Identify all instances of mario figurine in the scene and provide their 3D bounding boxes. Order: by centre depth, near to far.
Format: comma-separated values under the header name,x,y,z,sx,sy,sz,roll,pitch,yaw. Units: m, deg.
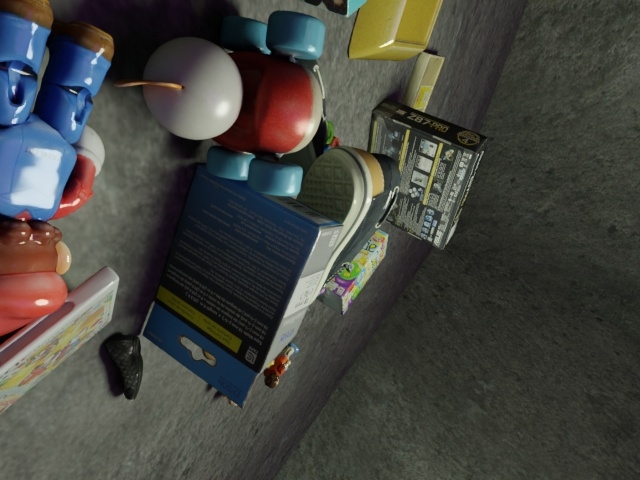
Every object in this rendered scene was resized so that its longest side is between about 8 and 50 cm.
name,x,y,z,sx,sy,sz,roll,pitch,yaw
mario figurine,-0.314,-0.061,0.409,0.198,0.170,0.321,15,94,-32

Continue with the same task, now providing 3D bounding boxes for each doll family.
name,x,y,z,sx,sy,sz,roll,pitch,yaw
doll family,-0.192,0.342,1.169,0.263,0.118,0.163,-36,-170,34

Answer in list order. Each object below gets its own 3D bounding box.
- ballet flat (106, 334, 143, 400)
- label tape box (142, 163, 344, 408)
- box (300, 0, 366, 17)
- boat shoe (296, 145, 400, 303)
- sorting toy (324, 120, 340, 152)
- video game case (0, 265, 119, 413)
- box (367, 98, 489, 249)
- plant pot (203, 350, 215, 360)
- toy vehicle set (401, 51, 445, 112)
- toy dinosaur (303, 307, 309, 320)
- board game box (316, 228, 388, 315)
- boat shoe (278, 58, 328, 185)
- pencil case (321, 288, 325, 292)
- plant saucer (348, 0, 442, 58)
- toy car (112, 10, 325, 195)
name,x,y,z,sx,sy,sz,roll,pitch,yaw
ballet flat,-0.342,0.224,0.779,0.057,0.049,0.173,-104,-158,-49
label tape box,-0.141,0.070,0.758,0.106,0.240,0.334,-15,131,-66
box,0.015,-0.465,0.636,0.060,0.100,0.244,-50,156,-25
boat shoe,0.000,0.000,0.910,0.156,0.187,0.500,-17,155,-37
sorting toy,0.009,-0.231,1.024,0.102,0.042,0.061,53,51,-55
video game case,-0.339,0.137,0.532,0.206,0.026,0.227,-47,-176,-34
box,0.288,-0.187,1.333,0.097,0.318,0.395,-48,155,-33
plant pot,-0.195,0.200,1.095,0.236,0.032,0.236,-50,157,-30
toy vehicle set,0.317,-0.470,1.438,0.166,0.035,0.267,-29,142,-56
toy dinosaur,-0.068,0.220,1.417,0.090,0.047,0.082,-29,125,-38
board game box,0.092,0.081,1.463,0.275,0.142,0.144,-51,158,-25
boat shoe,-0.029,-0.211,0.841,0.091,0.114,0.303,-48,158,-23
pencil case,-0.078,0.178,1.266,0.206,0.088,0.086,-46,157,-38
plant saucer,0.210,-0.568,0.998,0.333,0.081,0.333,-32,145,-53
toy car,-0.141,-0.182,0.547,0.237,0.210,0.219,-3,109,-45
